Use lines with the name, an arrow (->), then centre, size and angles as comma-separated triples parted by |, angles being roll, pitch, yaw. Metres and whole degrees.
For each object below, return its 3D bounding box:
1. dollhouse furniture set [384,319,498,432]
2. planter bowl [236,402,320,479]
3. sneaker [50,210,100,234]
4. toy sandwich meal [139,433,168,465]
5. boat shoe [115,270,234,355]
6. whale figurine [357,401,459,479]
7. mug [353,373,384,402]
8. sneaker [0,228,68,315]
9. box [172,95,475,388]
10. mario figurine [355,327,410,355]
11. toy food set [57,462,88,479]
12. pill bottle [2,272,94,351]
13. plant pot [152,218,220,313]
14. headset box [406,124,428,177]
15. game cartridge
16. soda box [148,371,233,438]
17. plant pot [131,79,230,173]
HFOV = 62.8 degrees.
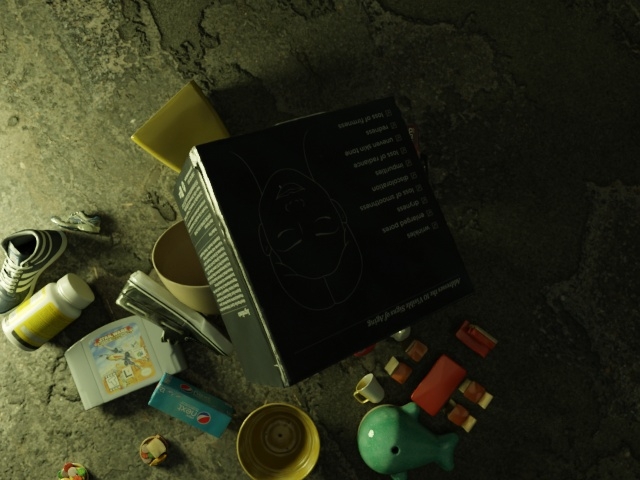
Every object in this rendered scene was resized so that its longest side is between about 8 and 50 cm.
dollhouse furniture set -> 0.347, 0.341, 1.396 | 0.262, 0.135, 0.259 | 37, 87, 2
planter bowl -> -0.109, 0.534, 1.403 | 0.217, 0.090, 0.217 | 0, 86, -1
sneaker -> -0.677, -0.056, 1.461 | 0.135, 0.052, 0.058 | 12, 76, -7
toy sandwich meal -> -0.453, 0.573, 1.428 | 0.086, 0.029, 0.085 | 0, 86, 0
boat shoe -> -0.383, 0.219, 1.390 | 0.335, 0.121, 0.119 | 38, 79, -8
whale figurine -> 0.234, 0.539, 1.380 | 0.272, 0.141, 0.216 | 14, 86, 0
mug -> 0.137, 0.411, 1.437 | 0.064, 0.078, 0.062 | 46, 55, -6
sneaker -> -0.811, 0.081, 1.394 | 0.099, 0.153, 0.282 | 37, 87, 2
box -> 0.000, 0.000, 1.151 | 0.480, 0.297, 0.471 | -20, 85, -26
mario figurine -> 0.146, 0.150, 1.386 | 0.198, 0.170, 0.320 | 13, 77, 34
toy food set -> -0.673, 0.647, 1.426 | 0.083, 0.020, 0.082 | 2, 86, 0
pill bottle -> -0.724, 0.190, 1.406 | 0.208, 0.119, 0.119 | -38, 87, -2
plant pot -> -0.269, 0.084, 1.362 | 0.284, 0.284, 0.190 | -4, 131, -1
headset box -> 0.151, -0.195, 1.441 | 0.293, 0.110, 0.218 | -3, 87, -1
game cartridge -> -0.535, 0.316, 1.434 | 0.297, 0.062, 0.198 | -23, 91, -2
soda box -> -0.341, 0.438, 1.394 | 0.210, 0.067, 0.071 | 30, 97, -10
plant pot -> -0.343, -0.270, 1.405 | 0.212, 0.212, 0.187 | -45, 101, -3
